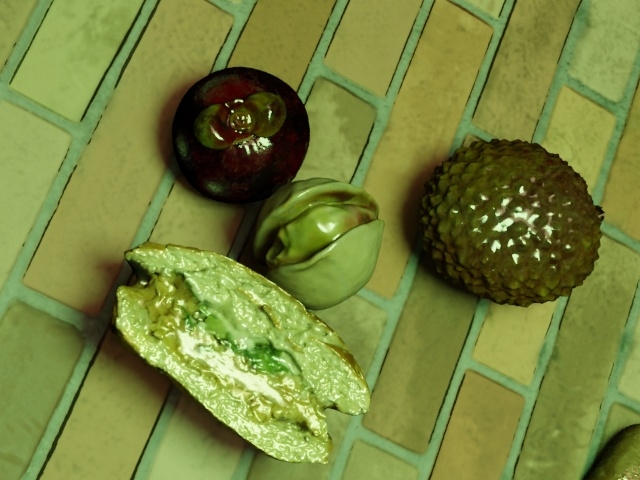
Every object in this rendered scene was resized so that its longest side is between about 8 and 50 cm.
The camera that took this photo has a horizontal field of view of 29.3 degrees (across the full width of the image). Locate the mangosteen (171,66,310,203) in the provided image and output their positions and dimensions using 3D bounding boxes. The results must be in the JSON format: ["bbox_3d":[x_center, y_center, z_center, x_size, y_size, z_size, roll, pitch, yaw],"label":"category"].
[{"bbox_3d":[-0.081,-0.113,1.289,0.153,0.152,0.152,5,76,-23],"label":"mangosteen"}]

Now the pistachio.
[{"bbox_3d":[0.000,0.000,1.270,0.144,0.215,0.143,0,81,0],"label":"pistachio"}]

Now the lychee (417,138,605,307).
[{"bbox_3d":[0.220,-0.020,1.382,0.238,0.200,0.200,-6,81,-31],"label":"lychee"}]

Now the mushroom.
[{"bbox_3d":[0.357,0.293,1.433,0.094,0.072,0.209,39,66,-1],"label":"mushroom"}]

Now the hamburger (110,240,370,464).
[{"bbox_3d":[-0.087,0.101,1.236,0.283,0.156,0.144,38,86,-6],"label":"hamburger"}]
